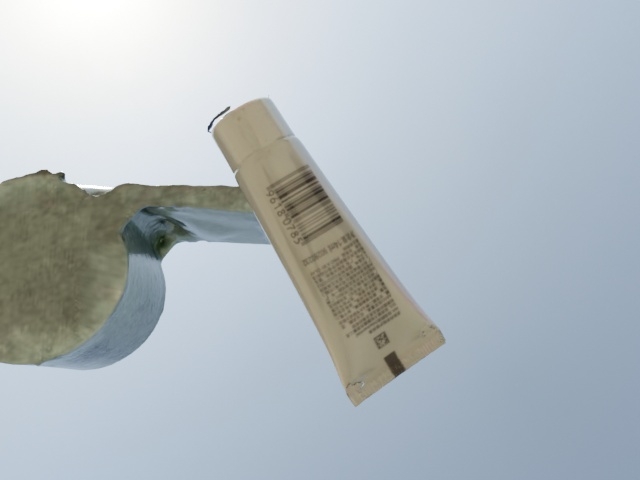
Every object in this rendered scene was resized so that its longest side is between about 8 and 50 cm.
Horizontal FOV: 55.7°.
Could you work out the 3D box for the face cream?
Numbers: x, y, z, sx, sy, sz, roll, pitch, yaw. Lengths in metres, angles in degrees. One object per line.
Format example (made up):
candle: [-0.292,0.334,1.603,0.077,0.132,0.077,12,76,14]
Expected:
face cream: [0.000,0.000,0.472,0.092,0.058,0.243,-31,-92,-16]

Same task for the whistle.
whistle: [-0.215,0.006,0.662,0.405,0.168,0.188,-30,-102,-8]
